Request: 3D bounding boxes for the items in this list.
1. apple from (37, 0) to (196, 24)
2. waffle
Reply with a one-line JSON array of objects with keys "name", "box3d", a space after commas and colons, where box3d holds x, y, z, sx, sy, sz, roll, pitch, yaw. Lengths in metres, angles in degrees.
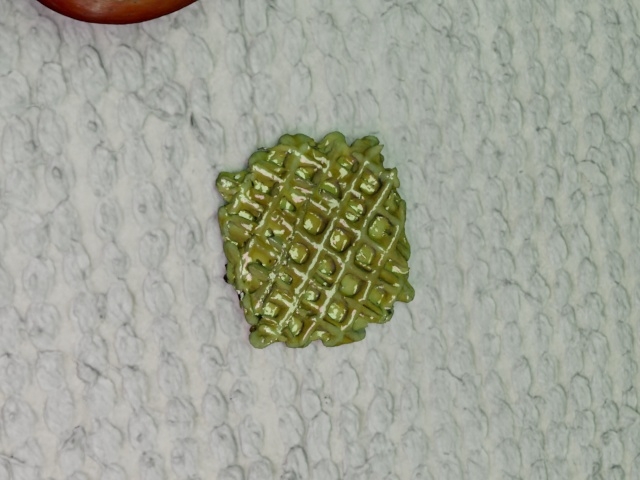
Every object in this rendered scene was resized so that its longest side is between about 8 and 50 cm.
[{"name": "apple", "box3d": [-0.231, -0.448, 1.335, 0.364, 0.295, 0.329, -20, 126, -23]}, {"name": "waffle", "box3d": [0.000, 0.000, 1.559, 0.297, 0.073, 0.317, -14, 98, -21]}]
